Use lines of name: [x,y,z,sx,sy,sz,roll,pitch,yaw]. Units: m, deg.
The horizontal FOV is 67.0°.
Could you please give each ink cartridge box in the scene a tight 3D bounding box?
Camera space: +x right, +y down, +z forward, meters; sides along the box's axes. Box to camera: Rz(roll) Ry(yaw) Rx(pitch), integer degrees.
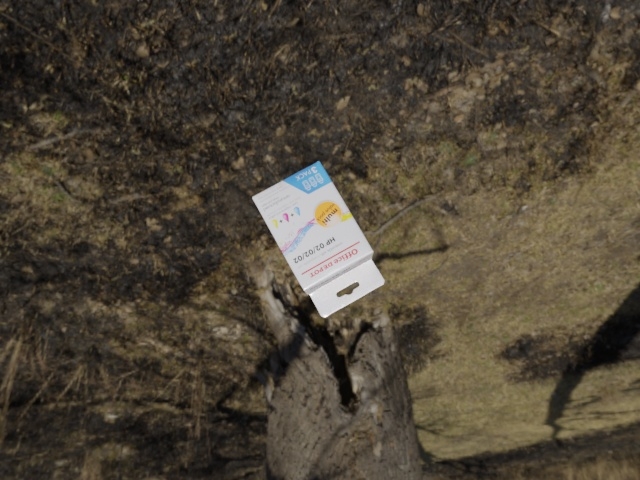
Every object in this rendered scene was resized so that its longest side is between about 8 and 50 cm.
ink cartridge box: [0.000,0.000,0.646,0.104,0.181,0.061,-30,168,-3]
